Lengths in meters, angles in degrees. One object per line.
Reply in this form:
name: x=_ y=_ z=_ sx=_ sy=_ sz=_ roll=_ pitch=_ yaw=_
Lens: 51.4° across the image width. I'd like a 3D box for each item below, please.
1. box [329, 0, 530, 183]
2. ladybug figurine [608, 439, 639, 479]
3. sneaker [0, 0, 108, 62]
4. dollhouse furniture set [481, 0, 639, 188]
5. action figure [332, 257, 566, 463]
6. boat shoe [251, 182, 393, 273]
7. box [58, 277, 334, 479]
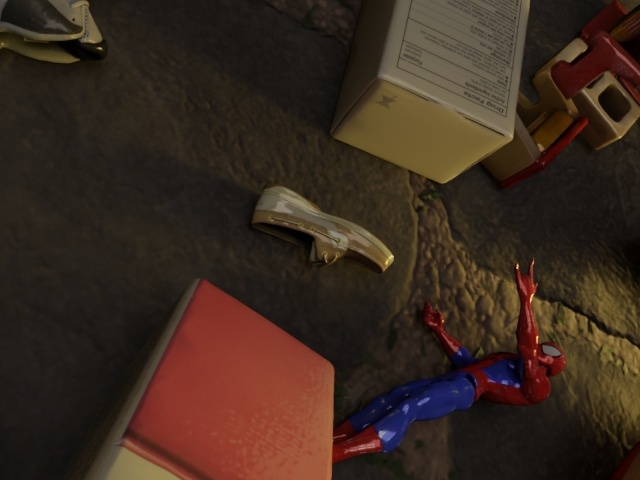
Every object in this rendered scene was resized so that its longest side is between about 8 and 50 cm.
box: x=0.123 y=-0.234 z=0.684 sx=0.147 sy=0.121 sz=0.311 roll=22 pitch=66 yaw=-15
ladybug figurine: x=0.370 y=0.298 z=0.593 sx=0.449 sy=0.162 sz=0.305 roll=-31 pitch=86 yaw=-27
sneaker: x=-0.201 y=-0.225 z=0.574 sx=0.228 sy=0.086 sz=0.132 roll=-35 pitch=93 yaw=-18
dollhouse furniture set: x=0.358 y=-0.186 z=0.724 sx=0.152 sy=0.201 sz=0.374 roll=49 pitch=61 yaw=-2
action figure: x=0.100 y=0.098 z=0.582 sx=0.280 sy=0.091 sz=0.139 roll=-6 pitch=85 yaw=-25
boat shoe: x=0.000 y=0.000 z=0.600 sx=0.135 sy=0.050 sz=0.045 roll=27 pitch=68 yaw=-2
box: x=-0.083 y=0.151 z=0.391 sx=0.126 sy=0.149 sz=0.232 roll=35 pitch=19 yaw=-11
